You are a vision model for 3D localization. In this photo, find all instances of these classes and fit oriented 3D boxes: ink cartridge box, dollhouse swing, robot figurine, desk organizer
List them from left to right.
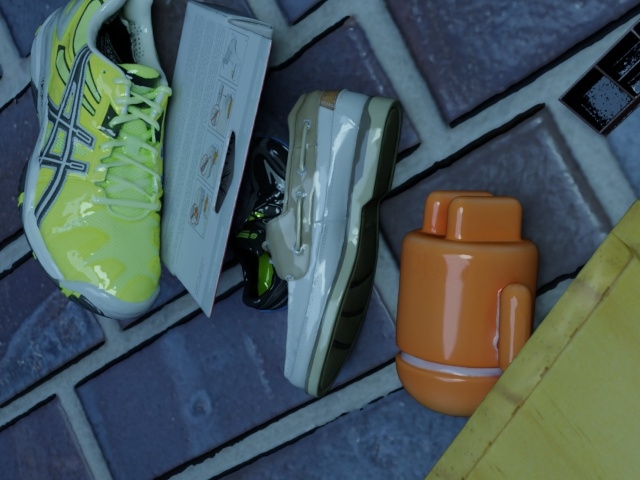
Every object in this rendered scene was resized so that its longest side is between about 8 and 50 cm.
[{"bbox_3d":[-0.101,-0.089,1.010,0.239,0.060,0.275,38,118,56],"label":"ink cartridge box"},{"bbox_3d":[0.133,0.065,0.913,0.158,0.128,0.220,7,99,28],"label":"robot figurine"},{"bbox_3d":[0.268,-0.149,0.844,0.130,0.050,0.047,-47,72,27],"label":"desk organizer"},{"bbox_3d":[0.271,0.188,0.731,0.305,0.315,0.347,40,114,21],"label":"dollhouse swing"}]

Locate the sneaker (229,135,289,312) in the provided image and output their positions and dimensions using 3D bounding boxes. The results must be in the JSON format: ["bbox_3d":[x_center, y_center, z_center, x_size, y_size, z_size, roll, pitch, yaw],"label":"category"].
[{"bbox_3d":[-0.054,-0.015,1.044,0.067,0.078,0.188,7,99,34],"label":"sneaker"}]

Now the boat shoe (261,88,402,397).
[{"bbox_3d":[0.000,0.000,0.990,0.103,0.113,0.303,13,92,16],"label":"boat shoe"}]

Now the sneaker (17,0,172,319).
[{"bbox_3d":[-0.229,-0.107,1.045,0.147,0.145,0.385,-32,63,44],"label":"sneaker"}]
